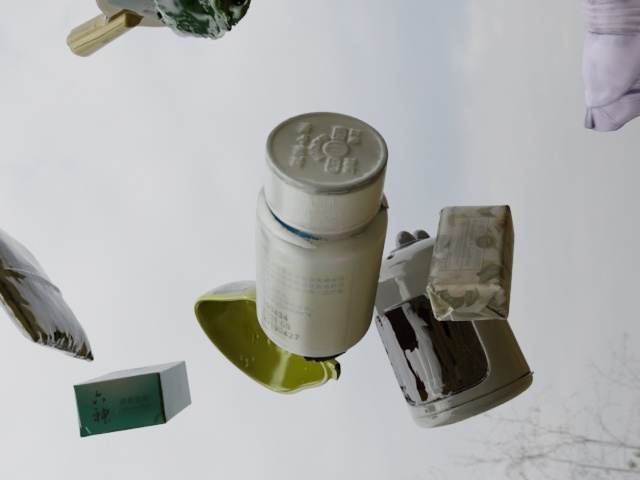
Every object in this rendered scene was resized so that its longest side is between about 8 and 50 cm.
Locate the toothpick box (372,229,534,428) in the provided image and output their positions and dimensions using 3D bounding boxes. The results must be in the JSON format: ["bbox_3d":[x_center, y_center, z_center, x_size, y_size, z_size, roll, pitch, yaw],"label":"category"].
[{"bbox_3d":[0.201,0.128,1.247,0.229,0.229,0.316,-2,-112,-63],"label":"toothpick box"}]

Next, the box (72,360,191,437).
[{"bbox_3d":[-0.335,0.283,1.366,0.245,0.153,0.092,97,163,-86],"label":"box"}]

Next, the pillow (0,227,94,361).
[{"bbox_3d":[-0.374,0.060,0.947,0.052,0.208,0.212,-38,-13,-9],"label":"pillow"}]

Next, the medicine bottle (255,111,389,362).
[{"bbox_3d":[0.000,0.000,0.811,0.258,0.143,0.143,96,-165,-46],"label":"medicine bottle"}]

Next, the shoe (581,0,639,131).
[{"bbox_3d":[0.329,-0.152,0.606,0.095,0.245,0.137,-80,-9,-58],"label":"shoe"}]

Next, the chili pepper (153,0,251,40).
[{"bbox_3d":[-0.149,-0.273,0.839,0.108,0.216,0.062,27,-101,-23],"label":"chili pepper"}]

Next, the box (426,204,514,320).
[{"bbox_3d":[0.122,0.017,0.601,0.098,0.062,0.045,-74,-28,-44],"label":"box"}]

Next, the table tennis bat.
[{"bbox_3d":[-0.277,-0.363,1.153,0.198,0.321,0.050,2,-107,-56],"label":"table tennis bat"}]

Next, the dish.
[{"bbox_3d":[-0.066,0.128,1.171,0.221,0.262,0.108,49,-125,-17],"label":"dish"}]
